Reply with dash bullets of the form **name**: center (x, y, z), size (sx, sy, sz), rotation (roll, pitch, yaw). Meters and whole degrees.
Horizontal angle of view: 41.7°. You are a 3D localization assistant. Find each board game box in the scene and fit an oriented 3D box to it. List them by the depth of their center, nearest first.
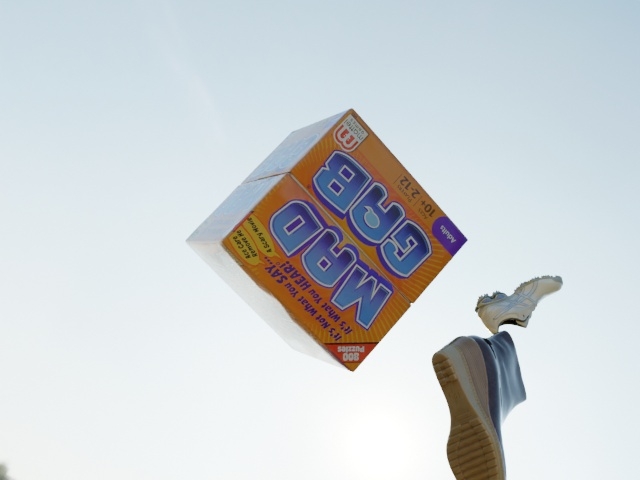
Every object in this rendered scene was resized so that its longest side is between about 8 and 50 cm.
- **board game box**: center (0.000, 0.000, 1.726), size (0.356, 0.356, 0.356), rotation (46, -15, -14)

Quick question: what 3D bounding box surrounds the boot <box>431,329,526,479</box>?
- **boot**: center (0.267, 0.261, 1.272), size (0.090, 0.248, 0.207), rotation (-24, -14, 39)

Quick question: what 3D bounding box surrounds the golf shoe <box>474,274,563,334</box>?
- **golf shoe**: center (0.384, 0.125, 1.585), size (0.176, 0.086, 0.069), rotation (-21, -29, 0)
